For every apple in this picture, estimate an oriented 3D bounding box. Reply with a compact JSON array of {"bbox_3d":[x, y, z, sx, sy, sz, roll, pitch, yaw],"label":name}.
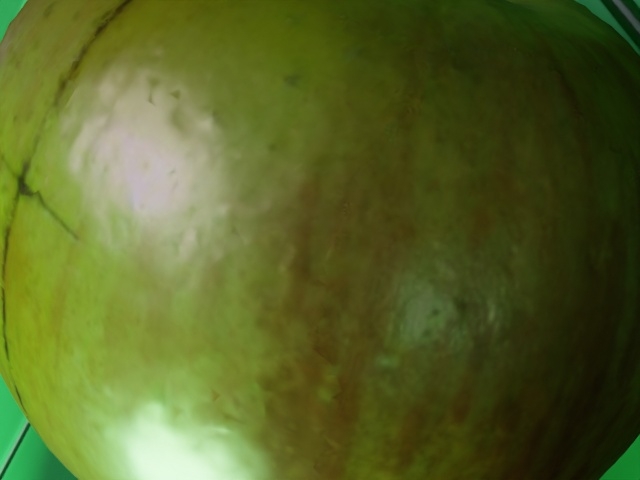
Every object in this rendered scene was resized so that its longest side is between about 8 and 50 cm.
[{"bbox_3d":[0.000,0.000,0.638,0.286,0.286,0.233,47,126,55],"label":"apple"}]
